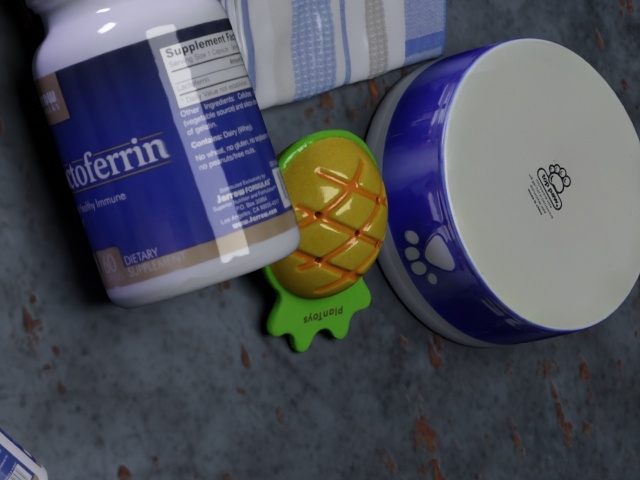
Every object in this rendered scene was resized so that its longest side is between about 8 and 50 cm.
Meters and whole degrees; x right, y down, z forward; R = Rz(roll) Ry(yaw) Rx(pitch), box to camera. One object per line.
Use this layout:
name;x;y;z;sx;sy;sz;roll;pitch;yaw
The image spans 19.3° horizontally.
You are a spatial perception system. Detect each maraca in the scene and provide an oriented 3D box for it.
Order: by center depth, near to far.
maraca;0.000;0.000;1.521;0.127;0.099;0.185;-14;116;-33

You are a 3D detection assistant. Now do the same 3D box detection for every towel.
towel;0.011;-0.226;1.568;0.285;0.034;0.209;-20;114;-44

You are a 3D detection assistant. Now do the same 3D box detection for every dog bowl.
dog bowl;0.168;-0.041;1.661;0.265;0.104;0.264;9;76;-39

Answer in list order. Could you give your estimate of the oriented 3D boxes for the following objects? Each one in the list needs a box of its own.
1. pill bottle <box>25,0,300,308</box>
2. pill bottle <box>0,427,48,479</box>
pill bottle;-0.124;-0.095;1.395;0.153;0.153;0.264;-22;94;-41
pill bottle;-0.251;0.146;1.295;0.120;0.067;0.067;46;55;-23
